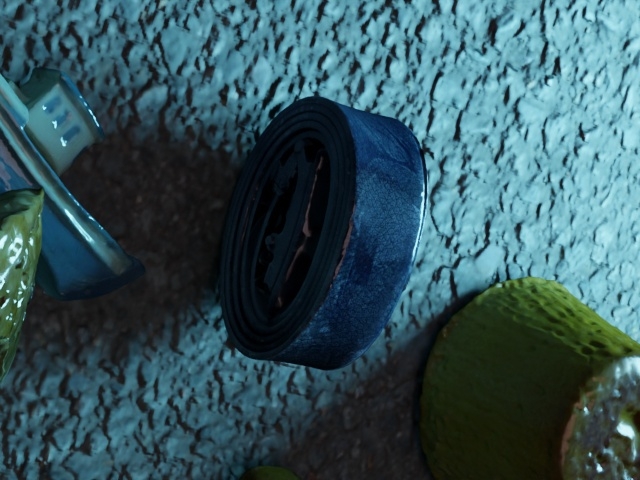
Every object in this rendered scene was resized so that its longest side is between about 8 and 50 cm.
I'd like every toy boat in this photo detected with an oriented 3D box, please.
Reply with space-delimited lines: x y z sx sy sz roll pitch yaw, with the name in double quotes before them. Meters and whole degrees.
"toy boat" -0.173 -0.051 1.050 0.102 0.088 0.215 -46 124 -21

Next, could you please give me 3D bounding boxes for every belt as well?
"belt" 0.000 0.000 1.160 0.082 0.141 0.190 13 97 -36

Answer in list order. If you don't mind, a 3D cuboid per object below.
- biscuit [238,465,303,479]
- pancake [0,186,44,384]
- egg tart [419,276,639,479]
"biscuit" -0.062 0.315 1.272 0.301 0.043 0.278 -33 123 -22
"pancake" -0.243 0.140 0.901 0.082 0.387 0.387 24 88 -11
"egg tart" 0.195 0.138 1.343 0.203 0.147 0.202 -11 109 -36
